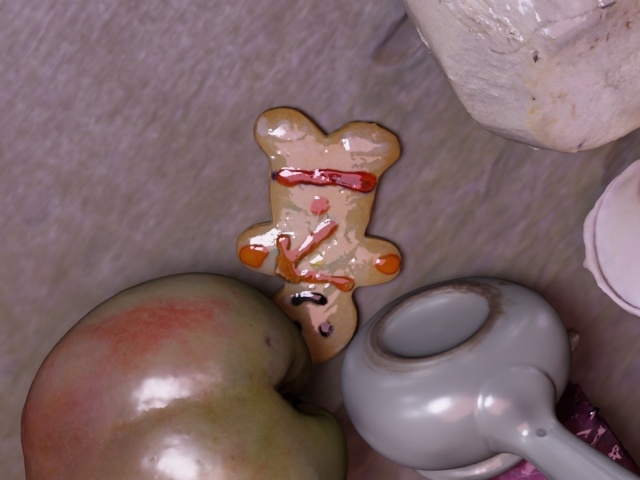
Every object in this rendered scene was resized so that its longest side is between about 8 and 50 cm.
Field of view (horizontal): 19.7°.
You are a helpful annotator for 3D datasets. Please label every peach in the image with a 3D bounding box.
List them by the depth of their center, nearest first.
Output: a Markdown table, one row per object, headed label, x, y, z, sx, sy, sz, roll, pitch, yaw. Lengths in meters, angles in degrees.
| label | x | y | z | sx | sy | sz | roll | pitch | yaw |
| --- | --- | --- | --- | --- | --- | --- | --- | --- | --- |
| peach | -0.125 | 0.177 | 1.606 | 0.292 | 0.247 | 0.292 | 1 | 98 | 7 |

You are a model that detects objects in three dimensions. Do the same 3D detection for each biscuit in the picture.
| label | x | y | z | sx | sy | sz | roll | pitch | yaw |
| --- | --- | --- | --- | --- | --- | --- | --- | --- | --- |
| biscuit | 0.000 | 0.000 | 1.682 | 0.153 | 0.030 | 0.234 | 8 | 102 | 0 |

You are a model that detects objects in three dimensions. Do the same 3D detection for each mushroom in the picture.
| label | x | y | z | sx | sy | sz | roll | pitch | yaw |
| --- | --- | --- | --- | --- | --- | --- | --- | --- | --- |
| mushroom | 0.347 | -0.001 | 1.647 | 0.162 | 0.173 | 0.236 | -13 | 61 | 39 |

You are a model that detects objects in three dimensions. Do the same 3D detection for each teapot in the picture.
| label | x | y | z | sx | sy | sz | roll | pitch | yaw |
| --- | --- | --- | --- | --- | --- | --- | --- | --- | --- |
| teapot | 0.139 | 0.152 | 1.577 | 0.220 | 0.318 | 0.149 | -21 | 118 | 4 |

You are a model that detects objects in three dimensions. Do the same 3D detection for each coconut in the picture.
| label | x | y | z | sx | sy | sz | roll | pitch | yaw |
| --- | --- | --- | --- | --- | --- | --- | --- | --- | --- |
| coconut | 0.187 | -0.214 | 1.532 | 0.245 | 0.247 | 0.245 | -16 | 139 | -15 |

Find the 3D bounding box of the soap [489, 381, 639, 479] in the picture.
| label | x | y | z | sx | sy | sz | roll | pitch | yaw |
| --- | --- | --- | --- | --- | --- | --- | --- | --- | --- |
| soap | 0.251 | 0.299 | 1.707 | 0.182 | 0.112 | 0.289 | -34 | 100 | 7 |
